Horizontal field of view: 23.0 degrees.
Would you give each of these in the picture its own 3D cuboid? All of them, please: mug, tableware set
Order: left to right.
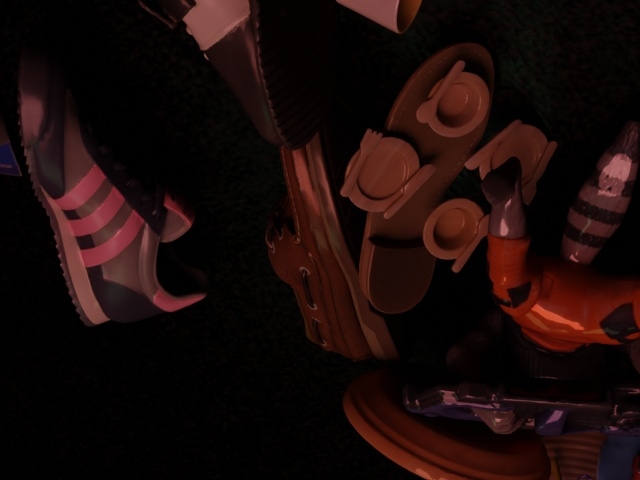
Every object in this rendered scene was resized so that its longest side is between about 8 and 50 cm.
[{"bbox_3d":[0.041,-0.191,1.202,0.064,0.062,0.078,21,132,16],"label":"mug"},{"bbox_3d":[0.106,-0.058,1.258,0.168,0.020,0.141,35,98,-32],"label":"tableware set"}]

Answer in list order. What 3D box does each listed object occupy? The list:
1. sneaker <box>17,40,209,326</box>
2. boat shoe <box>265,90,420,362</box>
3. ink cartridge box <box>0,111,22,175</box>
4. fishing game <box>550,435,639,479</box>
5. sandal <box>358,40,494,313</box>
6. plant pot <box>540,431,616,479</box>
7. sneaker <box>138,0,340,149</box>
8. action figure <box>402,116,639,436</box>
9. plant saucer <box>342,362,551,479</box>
[{"bbox_3d":[-0.185,-0.054,1.428,0.131,0.112,0.319,-5,135,6],"label":"sneaker"},{"bbox_3d":[0.000,0.000,1.375,0.104,0.111,0.307,1,133,22],"label":"boat shoe"},{"bbox_3d":[-0.392,-0.172,1.416,0.165,0.065,0.333,6,136,18],"label":"ink cartridge box"},{"bbox_3d":[0.328,0.201,1.377,0.264,0.189,0.041,-19,146,21],"label":"fishing game"},{"bbox_3d":[0.069,-0.063,1.301,0.088,0.079,0.240,4,114,-25],"label":"sandal"},{"bbox_3d":[0.256,0.256,1.523,0.237,0.110,0.237,13,136,13],"label":"plant pot"},{"bbox_3d":[-0.088,-0.221,1.192,0.146,0.122,0.330,-1,120,34],"label":"sneaker"},{"bbox_3d":[0.251,0.066,1.315,0.341,0.178,0.330,8,149,-2],"label":"action figure"},{"bbox_3d":[0.119,0.165,1.418,0.200,0.200,0.037,23,108,1],"label":"plant saucer"}]
